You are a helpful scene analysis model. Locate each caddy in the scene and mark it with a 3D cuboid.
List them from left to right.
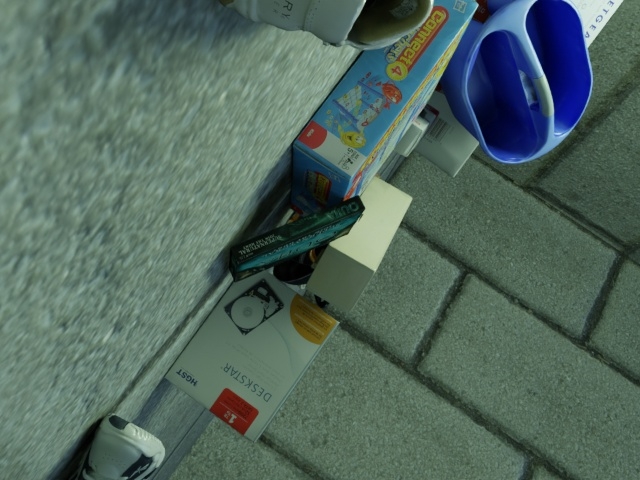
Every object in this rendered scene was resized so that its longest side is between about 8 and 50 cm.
[{"bbox_3d":[0.355,-0.293,1.180,0.241,0.179,0.341,-35,133,2],"label":"caddy"}]

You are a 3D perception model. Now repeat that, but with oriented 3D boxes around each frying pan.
[{"bbox_3d":[0.019,0.032,1.241,0.197,0.053,0.326,-42,-156,-11],"label":"frying pan"}]

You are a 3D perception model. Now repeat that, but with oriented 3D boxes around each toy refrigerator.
[{"bbox_3d":[0.069,-0.003,1.135,0.102,0.094,0.269,-62,177,36],"label":"toy refrigerator"}]

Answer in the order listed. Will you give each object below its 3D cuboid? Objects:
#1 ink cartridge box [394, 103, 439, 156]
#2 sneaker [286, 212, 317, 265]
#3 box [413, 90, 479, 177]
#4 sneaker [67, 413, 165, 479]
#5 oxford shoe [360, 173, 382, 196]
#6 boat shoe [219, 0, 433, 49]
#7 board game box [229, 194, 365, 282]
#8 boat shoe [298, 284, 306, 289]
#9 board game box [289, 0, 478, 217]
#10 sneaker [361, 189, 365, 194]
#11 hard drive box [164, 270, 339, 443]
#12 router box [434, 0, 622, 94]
[{"bbox_3d":[0.148,-0.228,1.219,0.063,0.109,0.150,-57,175,31],"label":"ink cartridge box"},{"bbox_3d":[0.003,-0.050,1.188,0.214,0.083,0.084,-57,174,12],"label":"sneaker"},{"bbox_3d":[0.328,-0.343,1.606,0.345,0.215,0.168,-50,173,-48],"label":"box"},{"bbox_3d":[-0.281,0.319,0.816,0.235,0.094,0.153,-45,-167,49],"label":"sneaker"},{"bbox_3d":[0.094,-0.031,1.863,0.397,0.147,0.140,-53,174,-29],"label":"oxford shoe"},{"bbox_3d":[0.032,-0.176,0.458,0.098,0.096,0.277,-59,175,33],"label":"boat shoe"},{"bbox_3d":[-0.036,0.000,0.906,0.186,0.026,0.126,-23,169,-14],"label":"board game box"},{"bbox_3d":[0.000,0.000,1.548,0.254,0.079,0.095,-56,174,-20],"label":"boat shoe"},{"bbox_3d":[0.078,-0.182,0.971,0.308,0.086,0.302,-54,176,-11],"label":"board game box"},{"bbox_3d":[0.051,-0.103,1.340,0.161,0.075,0.057,-56,175,5],"label":"sneaker"},{"bbox_3d":[-0.107,0.179,1.075,0.232,0.181,0.089,-55,175,-7],"label":"hard drive box"},{"bbox_3d":[0.385,-0.415,1.278,0.335,0.301,0.082,-58,-144,27],"label":"router box"}]
